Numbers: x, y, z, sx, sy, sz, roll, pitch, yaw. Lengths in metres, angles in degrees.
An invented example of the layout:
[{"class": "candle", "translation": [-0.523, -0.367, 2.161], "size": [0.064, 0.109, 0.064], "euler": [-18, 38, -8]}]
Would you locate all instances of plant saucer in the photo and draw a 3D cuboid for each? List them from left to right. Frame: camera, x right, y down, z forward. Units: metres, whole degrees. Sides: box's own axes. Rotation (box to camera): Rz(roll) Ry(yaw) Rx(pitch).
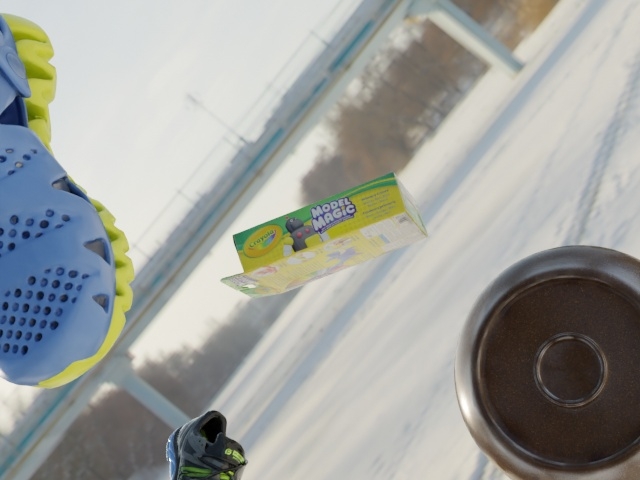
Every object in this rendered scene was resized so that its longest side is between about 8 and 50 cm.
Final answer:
[{"class": "plant saucer", "translation": [0.303, 0.156, 1.371], "size": [0.310, 0.310, 0.050], "euler": [-51, -24, 8]}]

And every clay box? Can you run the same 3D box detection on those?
[{"class": "clay box", "translation": [0.000, 0.000, 1.284], "size": [0.222, 0.053, 0.127], "euler": [-20, -18, 11]}]

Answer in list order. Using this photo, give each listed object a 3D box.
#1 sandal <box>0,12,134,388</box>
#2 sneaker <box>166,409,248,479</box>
[{"class": "sandal", "translation": [-0.224, -0.046, 0.744], "size": [0.126, 0.317, 0.138], "euler": [-33, -28, 8]}, {"class": "sneaker", "translation": [-0.112, 0.242, 1.172], "size": [0.078, 0.067, 0.188], "euler": [-44, 31, 14]}]
